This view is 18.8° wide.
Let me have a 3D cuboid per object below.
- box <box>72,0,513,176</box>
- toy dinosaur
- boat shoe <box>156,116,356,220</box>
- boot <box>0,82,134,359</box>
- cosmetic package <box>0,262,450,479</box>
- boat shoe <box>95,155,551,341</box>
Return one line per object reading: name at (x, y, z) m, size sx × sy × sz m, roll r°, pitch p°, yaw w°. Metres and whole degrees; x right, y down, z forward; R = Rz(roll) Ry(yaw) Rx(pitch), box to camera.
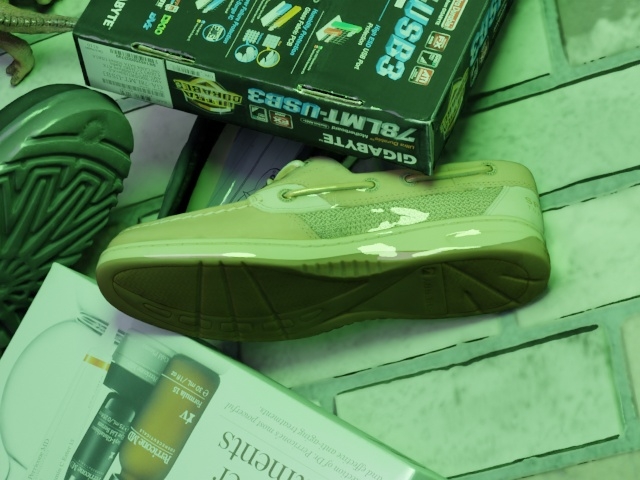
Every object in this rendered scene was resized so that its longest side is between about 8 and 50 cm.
box at (0.000, -0.211, 1.509) m, size 0.293 × 0.073 × 0.295 m, roll 16°, pitch 57°, yaw 14°
toy dinosaur at (-0.329, -0.255, 1.700) m, size 0.127 × 0.200 × 0.295 m, roll -46°, pitch 59°, yaw 4°
boat shoe at (-0.033, -0.112, 1.559) m, size 0.127 × 0.113 × 0.340 m, roll 34°, pitch 89°, yaw 31°
boot at (-0.376, -0.115, 1.669) m, size 0.367 × 0.146 × 0.445 m, roll -52°, pitch 55°, yaw 24°
cosmetic package at (-0.123, 0.223, 1.501) m, size 0.377 × 0.097 × 0.284 m, roll 27°, pitch 88°, yaw 30°
boat shoe at (0.000, 0.000, 1.477) m, size 0.341 × 0.121 × 0.110 m, roll -2°, pitch 57°, yaw -2°
